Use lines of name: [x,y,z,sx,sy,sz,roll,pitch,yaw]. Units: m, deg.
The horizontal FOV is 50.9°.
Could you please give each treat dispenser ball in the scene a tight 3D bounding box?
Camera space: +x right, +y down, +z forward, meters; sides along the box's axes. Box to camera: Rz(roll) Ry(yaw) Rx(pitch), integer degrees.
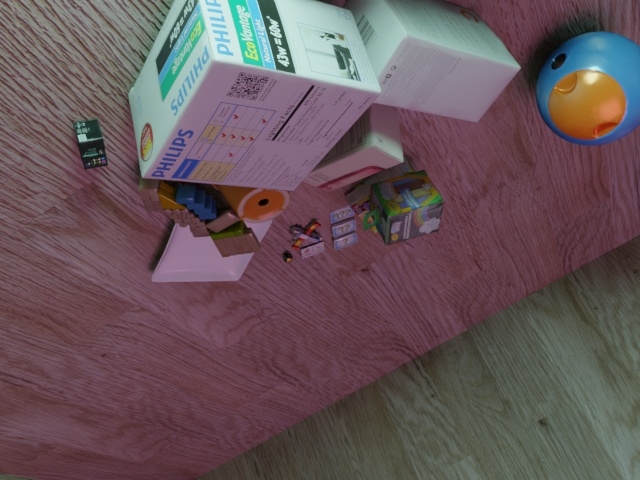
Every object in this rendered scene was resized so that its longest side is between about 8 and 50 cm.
treat dispenser ball: [0.707,-0.390,1.737,0.288,0.288,0.288,-17,147,-12]

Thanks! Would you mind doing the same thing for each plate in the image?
plate: [-0.308,0.015,1.867,0.277,0.045,0.277,1,140,-34]

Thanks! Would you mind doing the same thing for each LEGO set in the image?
LEGO set: [0.000,0.000,2.040,0.244,0.060,0.182,-19,143,-8]

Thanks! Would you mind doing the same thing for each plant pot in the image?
plant pot: [-0.163,-0.150,1.595,0.205,0.188,0.205,-17,147,-12]

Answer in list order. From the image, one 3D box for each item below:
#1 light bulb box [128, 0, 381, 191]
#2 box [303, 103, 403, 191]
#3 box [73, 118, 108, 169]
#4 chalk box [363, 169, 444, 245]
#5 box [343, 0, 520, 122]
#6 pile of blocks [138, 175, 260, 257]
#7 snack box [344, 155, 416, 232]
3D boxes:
light bulb box: [-0.142,-0.292,1.330,0.360,0.225,0.358,3,149,-36]
box: [0.065,-0.230,1.600,0.232,0.149,0.126,-18,155,36]
box: [-0.486,-0.203,1.424,0.052,0.062,0.083,-14,146,-18]
chalk box: [0.213,-0.085,1.867,0.212,0.132,0.132,-14,142,-10]
box: [0.225,-0.409,1.463,0.345,0.215,0.168,3,139,-35]
pile of blocks: [-0.283,-0.089,1.648,0.148,0.113,0.362,-25,140,29]
snack box: [0.200,-0.132,1.970,0.207,0.070,0.174,-34,145,11]
